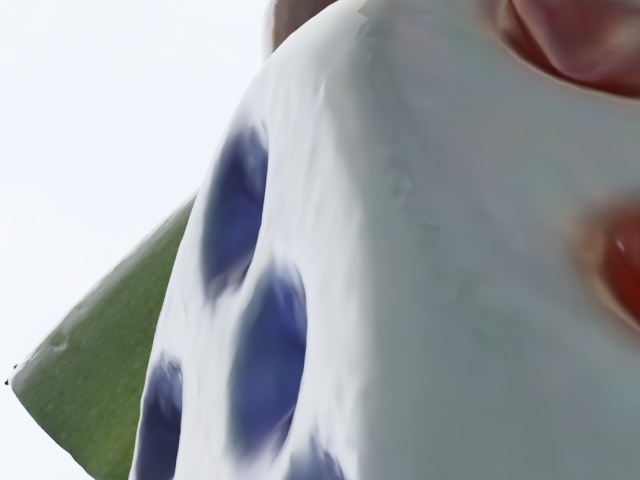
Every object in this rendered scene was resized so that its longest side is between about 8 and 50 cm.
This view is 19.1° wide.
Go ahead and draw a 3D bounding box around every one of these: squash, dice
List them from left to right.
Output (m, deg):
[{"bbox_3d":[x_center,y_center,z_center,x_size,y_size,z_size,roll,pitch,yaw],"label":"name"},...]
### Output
[{"bbox_3d":[-0.006,-0.002,0.881,0.287,0.137,0.137,-50,-139,-5],"label":"squash"},{"bbox_3d":[0.109,0.097,0.645,0.304,0.304,0.277,8,-141,-18],"label":"dice"}]

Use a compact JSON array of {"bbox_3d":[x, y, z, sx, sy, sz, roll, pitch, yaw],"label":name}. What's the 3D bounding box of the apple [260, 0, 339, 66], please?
[{"bbox_3d":[0.084,-0.082,1.018,0.234,0.234,0.234,-13,-144,10],"label":"apple"}]
